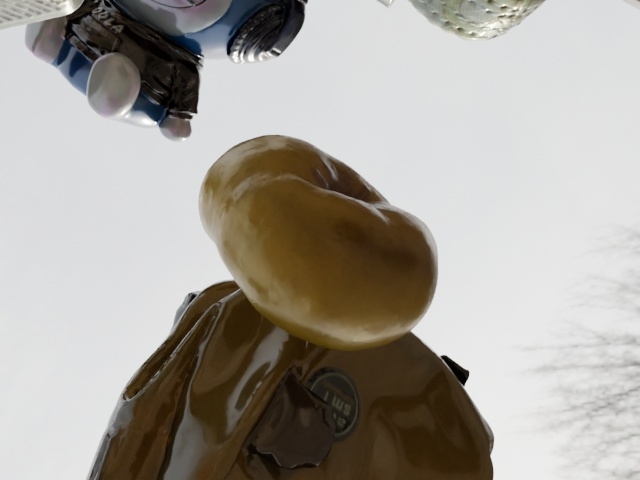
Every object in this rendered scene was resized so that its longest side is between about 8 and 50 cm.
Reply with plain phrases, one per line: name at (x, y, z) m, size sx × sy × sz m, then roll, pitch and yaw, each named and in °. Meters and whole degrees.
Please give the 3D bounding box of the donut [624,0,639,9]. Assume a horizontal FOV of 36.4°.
donut at (0.219, -0.245, 0.446) m, size 0.317 × 0.299 × 0.150 m, roll 17°, pitch -125°, yaw -33°

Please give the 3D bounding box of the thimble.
thimble at (0.214, -0.354, 1.291) m, size 0.191 × 0.143 × 0.137 m, roll 6°, pitch -108°, yaw -26°

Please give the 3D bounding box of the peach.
peach at (0.000, 0.000, 0.674) m, size 0.179 × 0.103 × 0.179 m, roll 28°, pitch -161°, yaw -11°

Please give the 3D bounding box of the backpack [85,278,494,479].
backpack at (-0.020, 0.223, 0.791) m, size 0.353 × 0.201 × 0.378 m, roll 35°, pitch -112°, yaw -27°

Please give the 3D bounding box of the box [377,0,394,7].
box at (0.081, -0.448, 1.540) m, size 0.109 × 0.198 × 0.029 m, roll 33°, pitch -101°, yaw 5°

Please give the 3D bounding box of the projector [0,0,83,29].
projector at (-0.311, -0.255, 0.656) m, size 0.257 × 0.079 × 0.259 m, roll -14°, pitch -102°, yaw -5°

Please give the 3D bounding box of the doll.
doll at (-0.164, -0.290, 1.136) m, size 0.284 × 0.310 × 0.240 m, roll 38°, pitch -170°, yaw 14°
